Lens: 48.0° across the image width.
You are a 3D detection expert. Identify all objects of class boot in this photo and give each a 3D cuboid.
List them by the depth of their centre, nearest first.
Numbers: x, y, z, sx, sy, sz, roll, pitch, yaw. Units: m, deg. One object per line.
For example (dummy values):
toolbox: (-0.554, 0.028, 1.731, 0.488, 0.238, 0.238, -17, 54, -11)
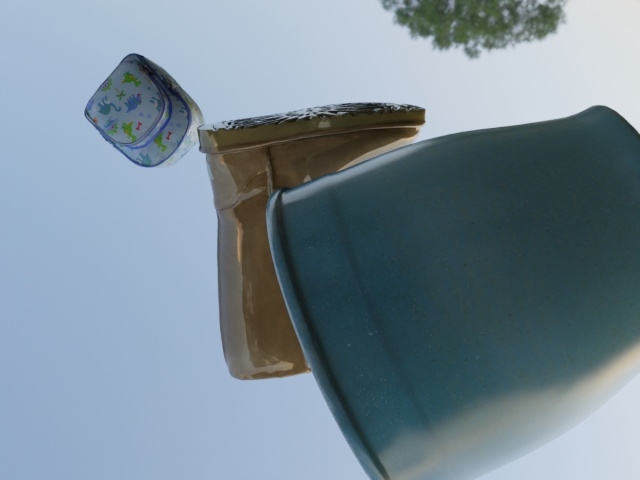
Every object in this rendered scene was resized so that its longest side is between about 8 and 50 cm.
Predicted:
boot: (0.000, 0.000, 0.744, 0.236, 0.269, 0.089, -7, -161, 2)

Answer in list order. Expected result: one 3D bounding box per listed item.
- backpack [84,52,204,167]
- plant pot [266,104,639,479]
backpack: (-0.198, -0.139, 0.807, 0.114, 0.105, 0.084, 43, -171, 3)
plant pot: (0.135, 0.032, 0.551, 0.271, 0.255, 0.271, 62, -169, -21)
